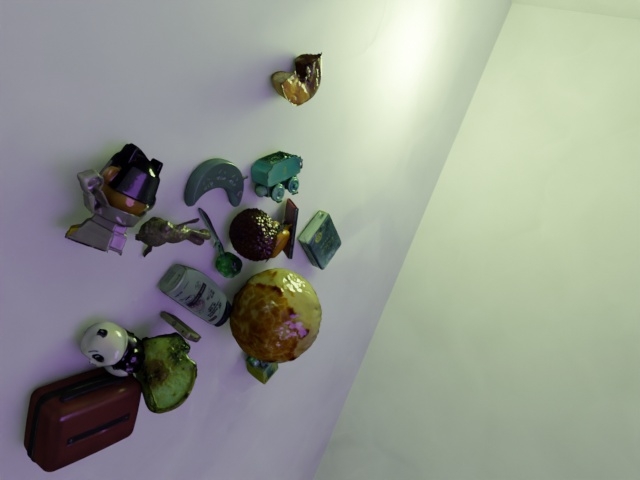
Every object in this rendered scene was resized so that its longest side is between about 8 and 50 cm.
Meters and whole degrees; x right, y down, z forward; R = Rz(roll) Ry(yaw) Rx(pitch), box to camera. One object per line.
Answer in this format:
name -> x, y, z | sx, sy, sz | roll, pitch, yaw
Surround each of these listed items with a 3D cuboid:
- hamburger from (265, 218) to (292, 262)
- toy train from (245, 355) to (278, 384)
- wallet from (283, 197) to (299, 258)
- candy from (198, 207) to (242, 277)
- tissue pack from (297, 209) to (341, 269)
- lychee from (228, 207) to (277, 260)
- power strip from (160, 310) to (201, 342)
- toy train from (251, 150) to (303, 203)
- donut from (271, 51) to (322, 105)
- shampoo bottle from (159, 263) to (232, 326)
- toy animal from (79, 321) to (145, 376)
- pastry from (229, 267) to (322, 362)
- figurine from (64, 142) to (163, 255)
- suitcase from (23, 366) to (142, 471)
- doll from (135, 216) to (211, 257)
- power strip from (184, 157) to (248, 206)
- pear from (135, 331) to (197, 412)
hamburger -> -0.193, -0.002, 1.846 | 0.164, 0.093, 0.189 | -45, 163, -54
toy train -> -0.200, 0.478, 2.187 | 0.369, 0.150, 0.237 | -45, 154, -31
wallet -> -0.129, -0.050, 1.916 | 0.025, 0.119, 0.232 | -2, 119, -23
candy -> -0.365, 0.008, 1.630 | 0.097, 0.097, 0.323 | -46, 137, -30
tissue pack -> 0.000, 0.000, 2.192 | 0.185, 0.081, 0.257 | -54, 148, -18
lychee -> -0.242, -0.013, 1.678 | 0.188, 0.188, 0.188 | -38, 142, -38
power strip -> -0.473, 0.297, 1.564 | 0.028, 0.169, 0.076 | -56, 149, -9
toy train -> -0.162, -0.242, 1.716 | 0.203, 0.112, 0.163 | -34, 133, -43
donut -> -0.084, -0.560, 1.614 | 0.217, 0.085, 0.141 | -43, 145, -31
shampoo bottle -> -0.428, 0.199, 1.656 | 0.134, 0.078, 0.359 | -58, 150, -17
toy animal -> -0.627, 0.321, 1.369 | 0.179, 0.166, 0.138 | 44, 51, -48
pastry -> -0.189, 0.304, 1.830 | 0.312, 0.388, 0.388 | 8, 105, -60
figurine -> -0.520, -0.108, 1.200 | 0.308, 0.143, 0.308 | -58, -174, 10
suitcase -> -0.702, 0.518, 1.376 | 0.297, 0.161, 0.236 | -7, 117, -56
doll -> -0.434, -0.025, 1.416 | 0.286, 0.203, 0.091 | -8, 79, -47
power strip -> -0.334, -0.189, 1.531 | 0.253, 0.054, 0.167 | -10, 121, -55
pear -> -0.513, 0.456, 1.519 | 0.164, 0.238, 0.255 | -12, 155, -32
